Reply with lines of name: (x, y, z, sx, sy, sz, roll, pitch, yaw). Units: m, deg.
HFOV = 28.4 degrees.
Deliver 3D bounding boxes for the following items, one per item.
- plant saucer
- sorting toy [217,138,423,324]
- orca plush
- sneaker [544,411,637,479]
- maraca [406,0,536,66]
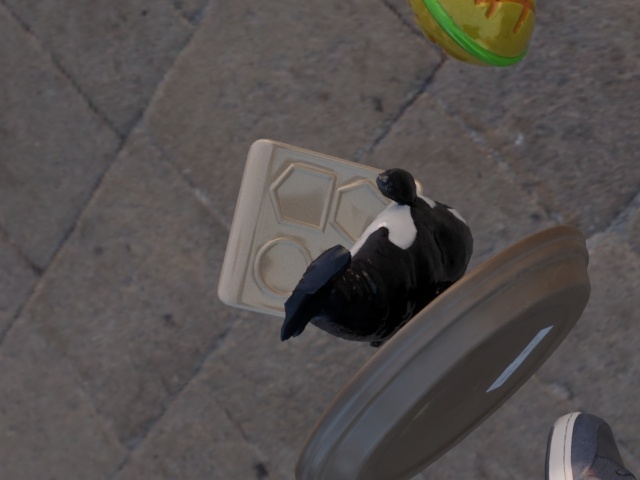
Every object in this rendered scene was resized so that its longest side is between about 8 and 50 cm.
plant saucer: (0.099, 0.100, 0.926, 0.041, 0.278, 0.278, 47, 123, 21)
sorting toy: (0.000, 0.000, 1.444, 0.038, 0.208, 0.193, 171, 112, -76)
orca plush: (0.078, 0.021, 1.003, 0.102, 0.287, 0.151, 12, 91, 23)
sneaker: (0.220, 0.175, 0.718, 0.163, 0.226, 0.086, -24, 130, 20)
maraca: (0.118, -0.230, 1.100, 0.099, 0.127, 0.185, -35, 93, 39)
